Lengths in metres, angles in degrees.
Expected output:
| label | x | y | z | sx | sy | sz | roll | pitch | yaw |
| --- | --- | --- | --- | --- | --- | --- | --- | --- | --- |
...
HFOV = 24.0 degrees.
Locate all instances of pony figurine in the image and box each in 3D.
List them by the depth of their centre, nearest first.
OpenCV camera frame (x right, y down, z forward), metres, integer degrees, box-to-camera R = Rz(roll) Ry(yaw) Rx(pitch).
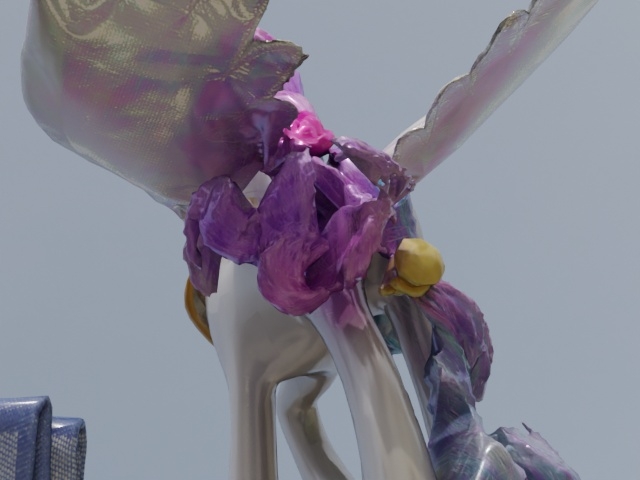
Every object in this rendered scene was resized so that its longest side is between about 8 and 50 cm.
| label | x | y | z | sx | sy | sz | roll | pitch | yaw |
| --- | --- | --- | --- | --- | --- | --- | --- | --- | --- |
| pony figurine | 0.000 | 0.000 | 0.710 | 0.303 | 0.363 | 0.351 | -6 | -21 | -29 |

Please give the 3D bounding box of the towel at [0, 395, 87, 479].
| label | x | y | z | sx | sy | sz | roll | pitch | yaw |
| --- | --- | --- | --- | --- | --- | --- | --- | --- | --- |
| towel | -0.171 | 0.188 | 0.455 | 0.209 | 0.034 | 0.285 | -1 | -99 | 12 |
